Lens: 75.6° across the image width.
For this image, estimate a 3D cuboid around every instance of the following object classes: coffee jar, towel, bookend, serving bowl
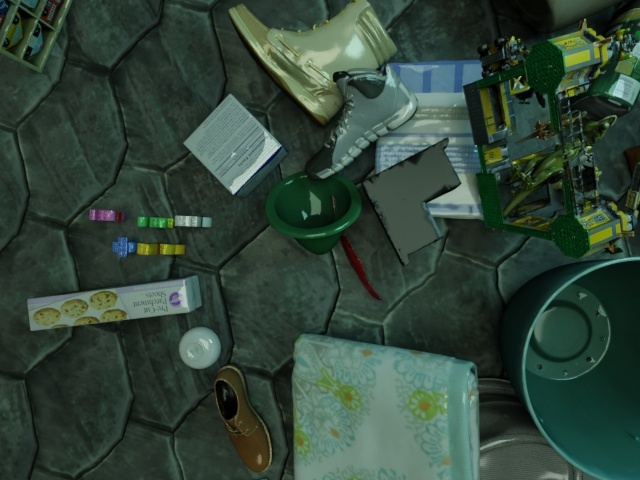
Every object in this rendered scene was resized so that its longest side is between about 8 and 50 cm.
[{"bbox_3d":[0.498,-0.299,0.681,0.079,0.096,0.185,25,93,2],"label":"coffee jar"},{"bbox_3d":[0.205,-0.180,0.745,0.209,0.034,0.285,1,89,8],"label":"towel"},{"bbox_3d":[0.093,0.358,0.676,0.320,0.090,0.375,0,91,32],"label":"towel"},{"bbox_3d":[0.173,-0.061,0.694,0.157,0.072,0.156,-28,85,7],"label":"bookend"},{"bbox_3d":[-0.238,0.211,0.800,0.083,0.027,0.084,0,91,7],"label":"serving bowl"}]

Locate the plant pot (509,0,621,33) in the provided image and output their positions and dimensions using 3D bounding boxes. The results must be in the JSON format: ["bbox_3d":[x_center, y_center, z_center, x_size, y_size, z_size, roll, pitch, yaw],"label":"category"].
[{"bbox_3d":[0.418,-0.478,0.602,0.280,0.323,0.323,-36,87,21],"label":"plant pot"}]

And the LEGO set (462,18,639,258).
[{"bbox_3d":[0.364,-0.149,0.606,0.192,0.255,0.332,-20,96,-12],"label":"LEGO set"}]

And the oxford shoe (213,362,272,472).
[{"bbox_3d":[-0.153,0.343,0.771,0.076,0.076,0.212,-23,90,4],"label":"oxford shoe"}]

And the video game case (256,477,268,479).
[{"bbox_3d":[-0.181,0.594,0.793,0.210,0.042,0.232,-11,90,5],"label":"video game case"}]

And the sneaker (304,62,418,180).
[{"bbox_3d":[0.039,-0.212,0.700,0.228,0.086,0.132,-35,122,14],"label":"sneaker"}]

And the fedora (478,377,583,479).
[{"bbox_3d":[0.308,0.367,0.690,0.275,0.124,0.244,11,86,6],"label":"fedora"}]

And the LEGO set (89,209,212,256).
[{"bbox_3d":[-0.331,-0.009,0.773,0.227,0.093,0.087,3,91,6],"label":"LEGO set"}]

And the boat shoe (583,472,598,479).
[{"bbox_3d":[0.477,0.461,0.691,0.102,0.108,0.301,36,95,-8],"label":"boat shoe"}]

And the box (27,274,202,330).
[{"bbox_3d":[-0.396,0.120,0.797,0.323,0.063,0.067,-7,91,6],"label":"box"}]

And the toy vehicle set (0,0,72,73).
[{"bbox_3d":[-0.533,-0.465,0.750,0.035,0.166,0.267,26,94,6],"label":"toy vehicle set"}]

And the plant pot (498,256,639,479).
[{"bbox_3d":[0.415,0.165,0.627,0.292,0.235,0.293,0,90,6],"label":"plant pot"}]

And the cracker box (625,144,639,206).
[{"bbox_3d":[0.659,-0.113,0.681,0.232,0.067,0.156,-15,90,5],"label":"cracker box"}]

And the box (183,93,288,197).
[{"bbox_3d":[-0.153,-0.170,0.762,0.126,0.072,0.137,-44,86,5],"label":"box"}]

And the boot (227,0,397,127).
[{"bbox_3d":[-0.015,-0.363,0.733,0.203,0.095,0.262,-43,88,5],"label":"boot"}]

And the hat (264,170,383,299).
[{"bbox_3d":[0.000,0.000,0.772,0.172,0.184,0.209,-15,46,-5],"label":"hat"}]
